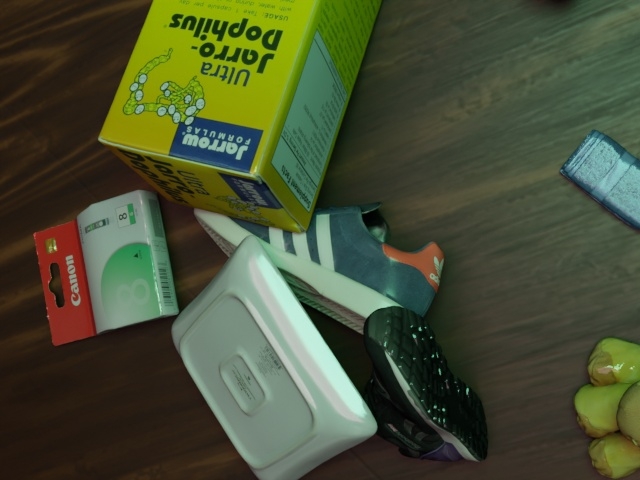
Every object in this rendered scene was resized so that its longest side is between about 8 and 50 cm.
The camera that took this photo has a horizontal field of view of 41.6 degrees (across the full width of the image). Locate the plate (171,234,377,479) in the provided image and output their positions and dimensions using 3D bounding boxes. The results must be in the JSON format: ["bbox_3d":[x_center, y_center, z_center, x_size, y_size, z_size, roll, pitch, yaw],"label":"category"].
[{"bbox_3d":[-0.083,0.171,1.061,0.277,0.045,0.278,57,139,11],"label":"plate"}]

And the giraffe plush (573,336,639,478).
[{"bbox_3d":[0.380,0.190,0.903,0.210,0.170,0.181,-17,86,19],"label":"giraffe plush"}]

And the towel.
[{"bbox_3d":[0.346,-0.071,0.982,0.119,0.029,0.067,42,104,14],"label":"towel"}]

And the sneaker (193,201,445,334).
[{"bbox_3d":[0.000,0.000,1.071,0.350,0.131,0.148,27,73,26],"label":"sneaker"}]

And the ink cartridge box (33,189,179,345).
[{"bbox_3d":[-0.321,0.043,1.202,0.225,0.056,0.181,-15,81,18],"label":"ink cartridge box"}]

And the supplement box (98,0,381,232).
[{"bbox_3d":[-0.075,-0.219,0.985,0.195,0.194,0.356,14,76,18],"label":"supplement box"}]

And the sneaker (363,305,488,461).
[{"bbox_3d":[0.090,0.184,0.967,0.124,0.283,0.107,-13,45,24],"label":"sneaker"}]
